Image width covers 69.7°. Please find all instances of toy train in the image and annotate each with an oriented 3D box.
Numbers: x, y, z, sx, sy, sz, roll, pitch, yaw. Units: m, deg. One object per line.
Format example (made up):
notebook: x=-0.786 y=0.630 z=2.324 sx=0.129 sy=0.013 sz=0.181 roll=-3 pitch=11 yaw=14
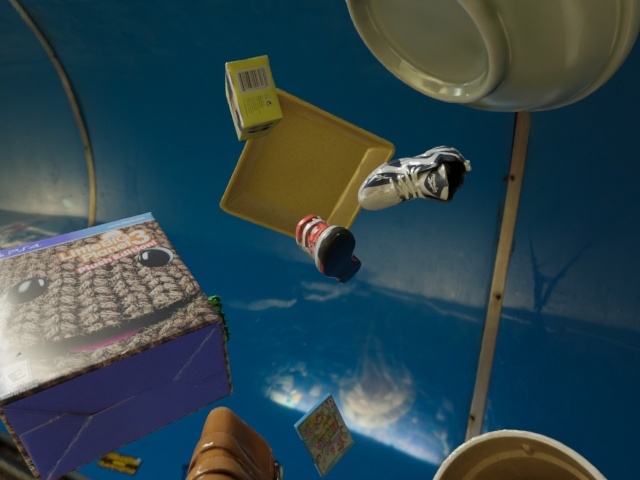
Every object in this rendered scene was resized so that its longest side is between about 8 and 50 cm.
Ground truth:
toy train: x=-0.170 y=0.131 z=0.766 sx=0.023 sy=0.017 sz=0.083 roll=-5 pitch=-74 yaw=20

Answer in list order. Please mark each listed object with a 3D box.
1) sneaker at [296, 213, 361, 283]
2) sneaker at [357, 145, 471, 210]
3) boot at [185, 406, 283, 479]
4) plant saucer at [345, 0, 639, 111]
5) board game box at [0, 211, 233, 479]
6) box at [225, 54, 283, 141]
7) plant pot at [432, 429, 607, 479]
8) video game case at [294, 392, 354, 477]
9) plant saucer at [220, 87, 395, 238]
sneaker: x=-0.001 y=0.001 z=0.936 sx=0.145 sy=0.090 sz=0.270 roll=43 pitch=-4 yaw=19
sneaker: x=0.195 y=-0.117 z=0.927 sx=0.234 sy=0.153 sz=0.094 roll=-17 pitch=-74 yaw=-2
boot: x=-0.074 y=0.198 z=0.320 sx=0.109 sy=0.220 sz=0.284 roll=-14 pitch=-63 yaw=6
plant saucer: x=0.141 y=-0.270 z=0.536 sx=0.400 sy=0.101 sz=0.400 roll=38 pitch=-5 yaw=4
board game box: x=-0.286 y=0.111 z=0.613 sx=0.291 sy=0.232 sz=0.141 roll=40 pitch=-41 yaw=44
box: x=-0.106 y=-0.205 z=0.697 sx=0.058 sy=0.232 sz=0.087 roll=-16 pitch=-81 yaw=-8
plant pot: x=0.397 y=0.549 z=0.806 sx=0.333 sy=0.334 sz=0.305 roll=-15 pitch=-42 yaw=36
video game case: x=0.013 y=0.478 z=1.130 sx=0.015 sy=0.119 sz=0.166 roll=0 pitch=-61 yaw=52
plant saucer: x=-0.037 y=-0.171 z=1.147 sx=0.332 sy=0.081 sz=0.333 roll=21 pitch=-62 yaw=-18
